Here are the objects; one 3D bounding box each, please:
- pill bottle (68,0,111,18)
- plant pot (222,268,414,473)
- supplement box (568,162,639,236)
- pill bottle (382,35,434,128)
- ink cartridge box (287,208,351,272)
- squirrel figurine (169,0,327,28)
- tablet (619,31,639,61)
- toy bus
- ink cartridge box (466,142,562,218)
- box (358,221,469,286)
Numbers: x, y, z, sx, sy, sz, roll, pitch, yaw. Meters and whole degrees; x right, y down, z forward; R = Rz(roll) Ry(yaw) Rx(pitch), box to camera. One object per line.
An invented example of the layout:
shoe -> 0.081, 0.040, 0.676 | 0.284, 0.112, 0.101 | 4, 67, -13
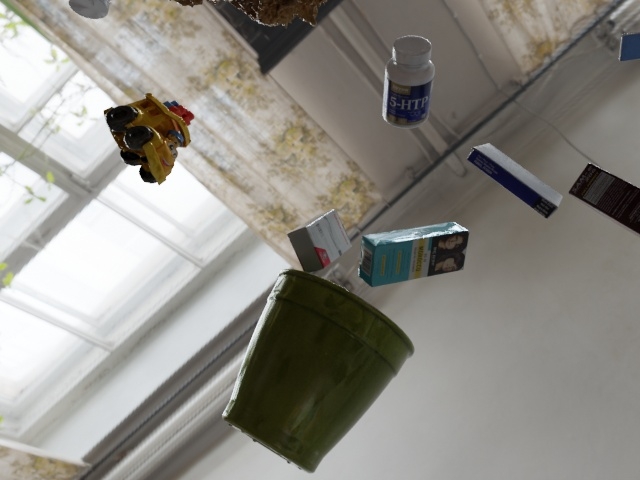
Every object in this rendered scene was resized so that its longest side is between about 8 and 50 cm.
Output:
pill bottle -> -0.445, -0.537, 1.268 | 0.103, 0.103, 0.184 | -11, -112, 35
plant pot -> -0.030, 0.313, 1.451 | 0.367, 0.366, 0.353 | 12, -118, 45
supplement box -> 0.576, -0.044, 1.144 | 0.073, 0.130, 0.239 | -58, -148, 14
pill bottle -> 0.200, -0.359, 1.453 | 0.112, 0.186, 0.112 | -1, -133, 1
ink cartridge box -> 0.000, 0.000, 1.559 | 0.063, 0.109, 0.150 | -20, -172, 34
squirrel figurine -> -0.079, -0.472, 0.772 | 0.371, 0.396, 0.281 | -21, -137, -28
tablet -> 0.593, -0.358, 1.173 | 0.083, 0.054, 0.006 | -6, -140, 11
toy bus -> -0.401, -0.269, 1.609 | 0.211, 0.149, 0.220 | -33, -126, -22
ink cartridge box -> 0.436, -0.135, 1.440 | 0.223, 0.224, 0.045 | 39, -68, 13
box -> 0.205, 0.029, 1.399 | 0.060, 0.244, 0.100 | 41, -46, 54
